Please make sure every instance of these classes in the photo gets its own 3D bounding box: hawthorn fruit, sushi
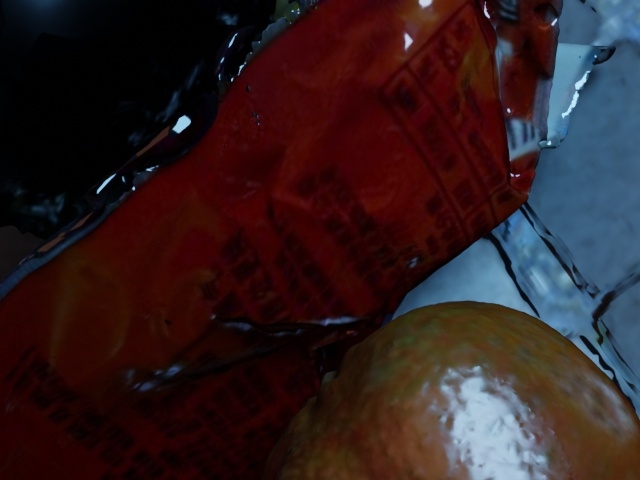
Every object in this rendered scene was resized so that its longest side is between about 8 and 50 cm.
[{"bbox_3d":[0.043,0.083,0.471,0.128,0.128,0.128,-11,65,24],"label":"hawthorn fruit"},{"bbox_3d":[-0.103,-0.115,0.559,0.213,0.200,0.204,30,100,35],"label":"sushi"}]

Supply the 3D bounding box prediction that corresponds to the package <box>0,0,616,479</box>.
[{"bbox_3d":[0.000,0.000,0.489,0.071,0.194,0.269,30,74,39],"label":"package"}]
